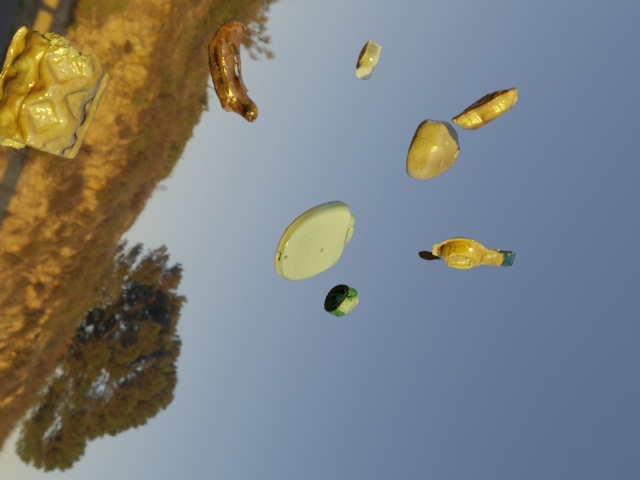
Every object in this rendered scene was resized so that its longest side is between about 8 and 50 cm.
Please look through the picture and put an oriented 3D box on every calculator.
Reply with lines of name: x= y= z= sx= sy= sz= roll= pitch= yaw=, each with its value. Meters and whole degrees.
calculator: x=0.000 y=0.000 z=1.192 sx=0.042 sy=0.295 sz=0.184 roll=28 pitch=-61 yaw=28

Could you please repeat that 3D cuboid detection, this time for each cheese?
cheese: x=0.520 y=0.050 z=1.772 sx=0.177 sy=0.270 sz=0.069 roll=78 pitch=25 yaw=-53

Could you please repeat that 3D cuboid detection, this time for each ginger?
ginger: x=-0.275 y=-0.514 z=1.590 sx=0.107 sy=0.133 sz=0.309 roll=-143 pitch=-134 yaw=-74

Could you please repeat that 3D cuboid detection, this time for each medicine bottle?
medicine bottle: x=0.152 y=-0.585 z=1.692 sx=0.074 sy=0.055 sz=0.118 roll=-40 pitch=-150 yaw=58

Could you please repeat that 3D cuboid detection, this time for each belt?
belt: x=0.088 y=0.237 z=2.026 sx=0.151 sy=0.079 sz=0.121 roll=-32 pitch=-141 yaw=41

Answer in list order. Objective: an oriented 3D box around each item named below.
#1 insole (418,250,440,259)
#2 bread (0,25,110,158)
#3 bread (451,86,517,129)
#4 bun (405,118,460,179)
insole: x=0.446 y=0.060 z=2.070 sx=0.002 sy=0.045 sz=0.135 roll=-35 pitch=-160 yaw=-34
bread: x=-0.601 y=-0.311 z=1.130 sx=0.238 sy=0.196 sz=0.252 roll=17 pitch=-95 yaw=24
bread: x=0.569 y=-0.449 z=1.776 sx=0.233 sy=0.088 sz=0.161 roll=-28 pitch=-167 yaw=27
bun: x=0.295 y=-0.229 z=1.328 sx=0.173 sy=0.113 sz=0.167 roll=-52 pitch=157 yaw=-36
